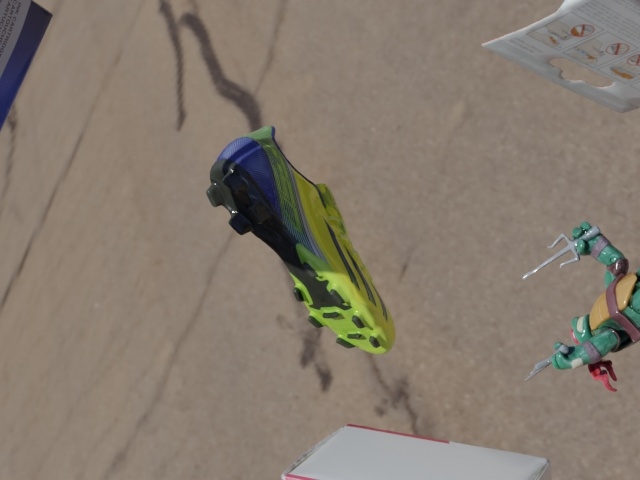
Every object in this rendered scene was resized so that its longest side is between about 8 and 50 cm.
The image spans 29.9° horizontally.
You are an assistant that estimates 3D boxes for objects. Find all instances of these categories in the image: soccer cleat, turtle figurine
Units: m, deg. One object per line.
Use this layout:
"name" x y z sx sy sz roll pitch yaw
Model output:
"soccer cleat" 0.000 -0.001 1.304 0.121 0.289 0.093 -48 14 -33
"turtle figurine" 0.300 0.055 1.219 0.234 0.118 0.175 -49 27 44

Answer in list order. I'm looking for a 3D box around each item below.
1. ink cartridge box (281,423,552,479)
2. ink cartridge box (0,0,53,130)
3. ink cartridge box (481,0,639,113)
"ink cartridge box" 0.090 0.322 1.032 0.207 0.117 0.283 5 109 31
"ink cartridge box" -0.309 -0.132 0.910 0.186 0.065 0.311 -66 -15 -1
"ink cartridge box" 0.442 -0.297 1.496 0.385 0.308 0.091 -21 61 46
